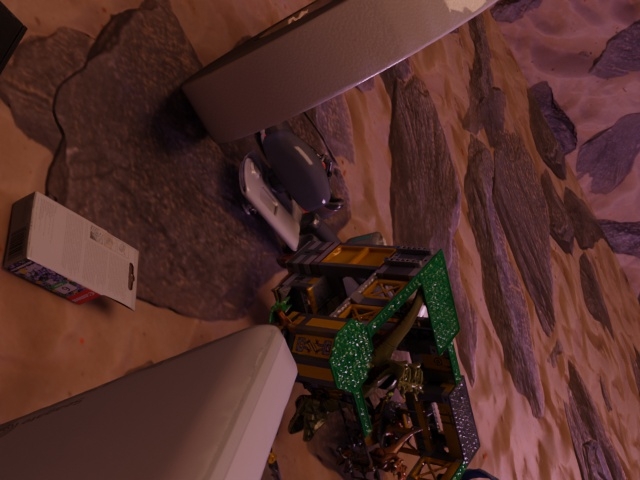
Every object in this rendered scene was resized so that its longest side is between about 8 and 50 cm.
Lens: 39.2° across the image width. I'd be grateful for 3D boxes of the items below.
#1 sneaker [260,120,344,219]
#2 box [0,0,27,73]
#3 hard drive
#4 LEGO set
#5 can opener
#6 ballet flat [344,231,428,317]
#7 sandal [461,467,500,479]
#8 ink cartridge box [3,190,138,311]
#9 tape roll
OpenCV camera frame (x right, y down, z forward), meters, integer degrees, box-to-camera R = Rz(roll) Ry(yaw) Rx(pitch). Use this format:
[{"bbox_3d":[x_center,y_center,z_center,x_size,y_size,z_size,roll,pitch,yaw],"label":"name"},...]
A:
[{"bbox_3d":[-0.017,-0.098,1.087,0.158,0.065,0.061,63,28,-10],"label":"sneaker"},{"bbox_3d":[-0.315,-0.161,0.630,0.190,0.045,0.184,49,36,-33],"label":"box"},{"bbox_3d":[-0.144,0.152,0.409,0.353,0.233,0.047,-64,131,-75],"label":"hard drive"},{"bbox_3d":[0.017,0.153,0.900,0.255,0.192,0.331,-50,130,-39],"label":"LEGO set"},{"bbox_3d":[0.000,0.000,1.031,0.280,0.093,0.074,54,30,-34],"label":"can opener"},{"bbox_3d":[0.107,0.069,1.182,0.213,0.068,0.072,49,33,-32],"label":"ballet flat"},{"bbox_3d":[0.167,0.362,1.038,0.138,0.126,0.317,66,19,4],"label":"sandal"},{"bbox_3d":[-0.198,0.015,0.727,0.115,0.029,0.063,37,40,-46],"label":"ink cartridge box"},{"bbox_3d":[0.038,-0.228,0.934,0.072,0.392,0.392,59,29,-15],"label":"tape roll"}]
